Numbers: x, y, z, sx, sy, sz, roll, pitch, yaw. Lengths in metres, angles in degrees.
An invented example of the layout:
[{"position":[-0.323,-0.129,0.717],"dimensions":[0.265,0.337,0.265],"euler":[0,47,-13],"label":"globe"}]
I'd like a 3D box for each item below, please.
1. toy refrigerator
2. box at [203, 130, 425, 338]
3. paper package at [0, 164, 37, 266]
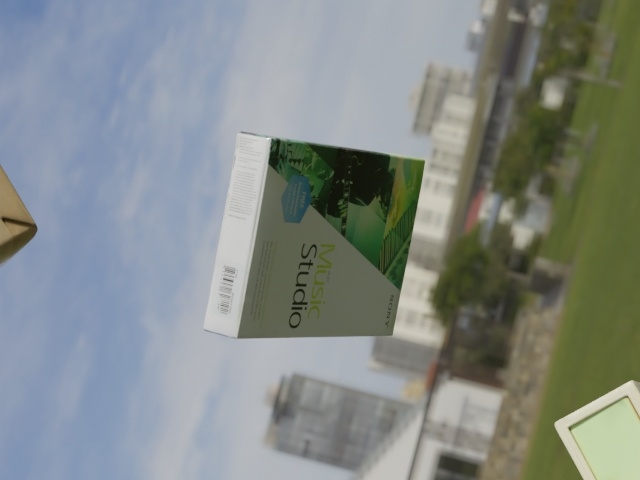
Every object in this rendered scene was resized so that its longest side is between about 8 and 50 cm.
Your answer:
[{"position":[0.368,0.295,1.795],"dimensions":[0.269,0.102,0.094],"euler":[63,-168,15],"label":"toy refrigerator"},{"position":[0.000,0.000,1.960],"dimensions":[0.322,0.058,0.232],"euler":[2,-81,-55],"label":"box"},{"position":[-0.508,-0.056,1.879],"dimensions":[0.168,0.309,0.325],"euler":[-32,2,-31],"label":"paper package"}]
